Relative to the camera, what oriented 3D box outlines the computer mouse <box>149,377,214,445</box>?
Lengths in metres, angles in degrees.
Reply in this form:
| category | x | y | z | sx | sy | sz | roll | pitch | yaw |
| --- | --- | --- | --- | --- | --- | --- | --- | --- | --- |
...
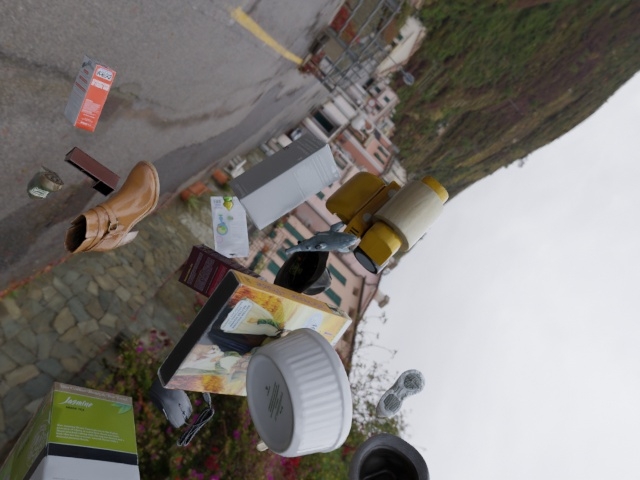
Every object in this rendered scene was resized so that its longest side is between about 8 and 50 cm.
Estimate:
| category | x | y | z | sx | sy | sz | roll | pitch | yaw |
| --- | --- | --- | --- | --- | --- | --- | --- | --- | --- |
| computer mouse | -0.457 | 0.553 | 1.519 | 0.060 | 0.262 | 0.184 | -8 | -159 | 39 |

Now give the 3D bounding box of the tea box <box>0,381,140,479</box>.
| category | x | y | z | sx | sy | sz | roll | pitch | yaw |
| --- | --- | --- | --- | --- | --- | --- | --- | --- | --- |
| tea box | -0.630 | 0.597 | 1.087 | 0.329 | 0.219 | 0.323 | -56 | -145 | 7 |

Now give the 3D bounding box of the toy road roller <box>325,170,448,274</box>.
| category | x | y | z | sx | sy | sz | roll | pitch | yaw |
| --- | --- | --- | --- | --- | --- | --- | --- | --- | --- |
| toy road roller | 0.145 | -0.076 | 1.144 | 0.202 | 0.240 | 0.329 | -43 | 175 | -16 |

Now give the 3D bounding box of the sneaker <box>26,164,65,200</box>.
| category | x | y | z | sx | sy | sz | roll | pitch | yaw |
| --- | --- | --- | --- | --- | --- | --- | --- | --- | --- |
| sneaker | -0.749 | -0.141 | 1.200 | 0.086 | 0.064 | 0.192 | -57 | -142 | -3 |

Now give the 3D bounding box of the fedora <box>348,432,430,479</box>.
| category | x | y | z | sx | sy | sz | roll | pitch | yaw |
| --- | --- | --- | --- | --- | --- | --- | --- | --- | --- |
| fedora | 0.195 | 0.744 | 1.345 | 0.275 | 0.243 | 0.125 | -43 | 155 | -54 |

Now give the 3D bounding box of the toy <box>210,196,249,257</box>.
| category | x | y | z | sx | sy | sz | roll | pitch | yaw |
| --- | --- | --- | --- | --- | --- | --- | --- | --- | --- |
| toy | -0.358 | -0.051 | 1.727 | 0.136 | 0.238 | 0.056 | -3 | 177 | -30 |

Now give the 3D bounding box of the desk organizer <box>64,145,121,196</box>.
| category | x | y | z | sx | sy | sz | roll | pitch | yaw |
| --- | --- | --- | --- | --- | --- | --- | --- | --- | --- |
| desk organizer | -0.584 | -0.173 | 1.130 | 0.047 | 0.130 | 0.050 | -27 | -136 | 24 |

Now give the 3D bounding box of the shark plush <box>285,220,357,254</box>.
| category | x | y | z | sx | sy | sz | roll | pitch | yaw |
| --- | --- | --- | --- | --- | --- | --- | --- | --- | --- |
| shark plush | 0.000 | 0.000 | 0.992 | 0.161 | 0.073 | 0.067 | 0 | -163 | 2 |

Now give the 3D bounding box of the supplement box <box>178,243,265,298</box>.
| category | x | y | z | sx | sy | sz | roll | pitch | yaw |
| --- | --- | --- | --- | --- | --- | --- | --- | --- | --- |
| supplement box | -0.313 | 0.123 | 1.402 | 0.130 | 0.239 | 0.073 | -63 | 172 | 9 |

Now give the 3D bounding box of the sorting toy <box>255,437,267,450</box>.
| category | x | y | z | sx | sy | sz | roll | pitch | yaw |
| --- | --- | --- | --- | --- | --- | --- | --- | --- | --- |
| sorting toy | -0.020 | 0.493 | 1.274 | 0.307 | 0.041 | 0.229 | -7 | 138 | -42 |

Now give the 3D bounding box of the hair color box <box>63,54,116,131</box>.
| category | x | y | z | sx | sy | sz | roll | pitch | yaw |
| --- | --- | --- | --- | --- | --- | --- | --- | --- | --- |
| hair color box | -0.600 | -0.381 | 1.151 | 0.053 | 0.093 | 0.167 | 10 | 113 | -51 |

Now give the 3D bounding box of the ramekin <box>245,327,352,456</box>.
| category | x | y | z | sx | sy | sz | roll | pitch | yaw |
| --- | --- | --- | --- | --- | --- | --- | --- | --- | --- |
| ramekin | -0.062 | 0.337 | 0.976 | 0.127 | 0.273 | 0.272 | -4 | 160 | -36 |

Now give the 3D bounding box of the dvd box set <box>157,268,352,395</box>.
| category | x | y | z | sx | sy | sz | roll | pitch | yaw |
| --- | --- | --- | --- | --- | --- | --- | --- | --- | --- |
| dvd box set | -0.141 | 0.260 | 1.113 | 0.308 | 0.420 | 0.062 | -52 | -133 | 9 |

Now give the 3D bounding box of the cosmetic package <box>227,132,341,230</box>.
| category | x | y | z | sx | sy | sz | roll | pitch | yaw |
| --- | --- | --- | --- | --- | --- | --- | --- | --- | --- |
| cosmetic package | -0.087 | -0.143 | 1.050 | 0.237 | 0.107 | 0.127 | -32 | -144 | -10 |

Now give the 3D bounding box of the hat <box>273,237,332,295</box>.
| category | x | y | z | sx | sy | sz | roll | pitch | yaw |
| --- | --- | --- | --- | --- | --- | --- | --- | --- | --- |
| hat | -0.039 | 0.137 | 1.703 | 0.331 | 0.133 | 0.332 | -40 | -153 | 25 |

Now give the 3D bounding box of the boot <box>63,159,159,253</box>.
| category | x | y | z | sx | sy | sz | roll | pitch | yaw |
| --- | --- | --- | --- | --- | --- | --- | --- | --- | --- |
| boot | -0.578 | -0.092 | 1.225 | 0.284 | 0.109 | 0.220 | -55 | 170 | 17 |

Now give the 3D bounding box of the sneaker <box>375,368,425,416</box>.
| category | x | y | z | sx | sy | sz | roll | pitch | yaw |
| --- | --- | --- | --- | --- | --- | --- | --- | --- | --- |
| sneaker | 0.274 | 0.539 | 1.569 | 0.232 | 0.090 | 0.115 | -26 | 160 | -31 |
